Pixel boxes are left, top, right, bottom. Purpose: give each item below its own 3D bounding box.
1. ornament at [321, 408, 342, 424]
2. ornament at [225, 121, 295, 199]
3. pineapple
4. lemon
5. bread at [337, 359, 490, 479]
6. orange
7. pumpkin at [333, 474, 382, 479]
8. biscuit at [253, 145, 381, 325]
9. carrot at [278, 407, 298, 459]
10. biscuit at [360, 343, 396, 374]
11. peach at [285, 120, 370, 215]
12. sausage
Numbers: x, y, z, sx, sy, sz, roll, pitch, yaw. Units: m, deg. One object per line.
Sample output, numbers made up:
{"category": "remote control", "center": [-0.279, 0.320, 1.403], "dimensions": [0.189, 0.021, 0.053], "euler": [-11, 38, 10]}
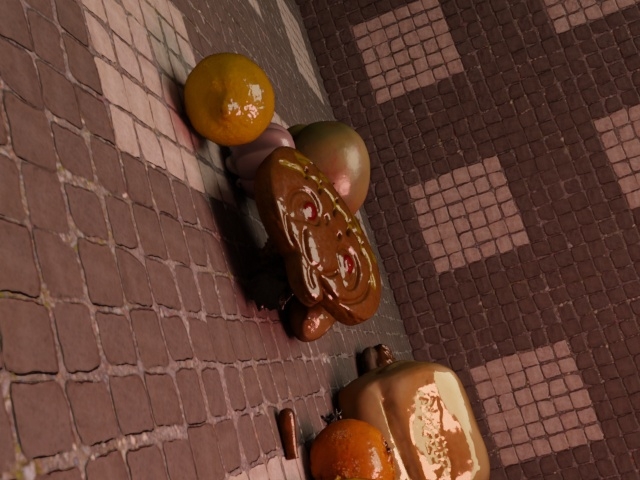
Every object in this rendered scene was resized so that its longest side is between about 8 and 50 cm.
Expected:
{"category": "ornament", "center": [0.036, 0.433, 1.614], "dimensions": [0.125, 0.028, 0.073], "euler": [21, 50, -74]}
{"category": "ornament", "center": [-0.131, -0.174, 1.559], "dimensions": [0.177, 0.177, 0.177], "euler": [-20, 90, -79]}
{"category": "pineapple", "center": [-0.077, 0.073, 1.436], "dimensions": [0.158, 0.158, 0.278], "euler": [68, 21, -13]}
{"category": "lemon", "center": [-0.183, -0.282, 1.388], "dimensions": [0.244, 0.187, 0.187], "euler": [-97, 164, -65]}
{"category": "bread", "center": [0.228, 0.495, 1.751], "dimensions": [0.253, 0.348, 0.376], "euler": [131, -58, -66]}
{"category": "orange", "center": [0.068, 0.454, 1.383], "dimensions": [0.193, 0.161, 0.193], "euler": [-20, 90, -74]}
{"category": "pumpkin", "center": [0.047, 0.519, 1.134], "dimensions": [0.325, 0.242, 0.232], "euler": [26, 74, -59]}
{"category": "biscuit", "center": [0.007, -0.003, 1.409], "dimensions": [0.394, 0.070, 0.350], "euler": [50, 28, -26]}
{"category": "carrot", "center": [-0.058, 0.356, 1.276], "dimensions": [0.032, 0.032, 0.093], "euler": [43, 33, -67]}
{"category": "biscuit", "center": [0.228, 0.480, 2.198], "dimensions": [0.332, 0.103, 0.332], "euler": [63, 7, -13]}
{"category": "peach", "center": [-0.012, -0.157, 1.740], "dimensions": [0.247, 0.292, 0.292], "euler": [-4, 74, -61]}
{"category": "sausage", "center": [0.016, 0.089, 1.716], "dimensions": [0.501, 0.123, 0.136], "euler": [-68, 168, -54]}
